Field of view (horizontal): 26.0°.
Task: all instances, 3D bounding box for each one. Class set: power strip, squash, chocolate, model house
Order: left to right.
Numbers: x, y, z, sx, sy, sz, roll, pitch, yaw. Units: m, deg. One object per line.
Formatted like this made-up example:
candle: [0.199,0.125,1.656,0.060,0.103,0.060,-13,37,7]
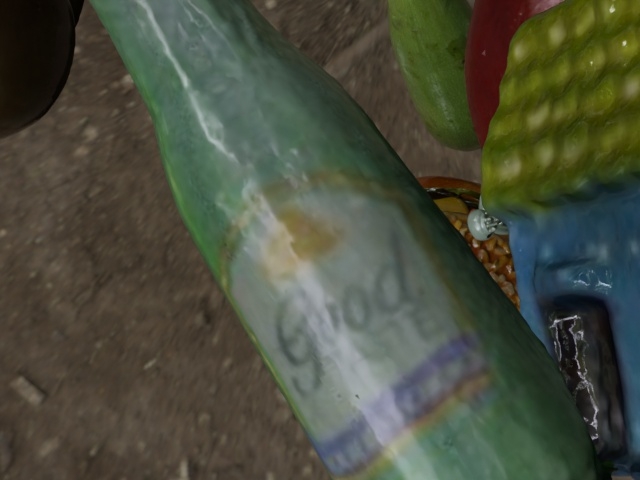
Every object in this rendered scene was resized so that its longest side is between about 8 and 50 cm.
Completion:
chocolate: [0.000,0.000,0.571,0.110,0.110,0.291,-33,89,10]
squash: [0.147,-0.226,1.659,0.118,0.370,0.118,-8,59,14]
power strip: [0.168,-0.029,1.291,0.035,0.083,0.055,-12,109,43]
model house: [0.232,-0.036,0.758,0.215,0.237,0.303,-9,87,-31]

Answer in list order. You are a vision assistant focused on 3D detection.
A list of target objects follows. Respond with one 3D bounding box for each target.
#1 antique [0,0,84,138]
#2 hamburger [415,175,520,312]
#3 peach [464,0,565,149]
antique: [-0.129,-0.160,0.326,0.257,0.121,0.143,56,138,17]
hamburger: [0.135,0.092,1.671,0.329,0.250,0.330,5,109,15]
peach: [0.220,-0.145,1.131,0.201,0.258,0.362,11,108,10]
